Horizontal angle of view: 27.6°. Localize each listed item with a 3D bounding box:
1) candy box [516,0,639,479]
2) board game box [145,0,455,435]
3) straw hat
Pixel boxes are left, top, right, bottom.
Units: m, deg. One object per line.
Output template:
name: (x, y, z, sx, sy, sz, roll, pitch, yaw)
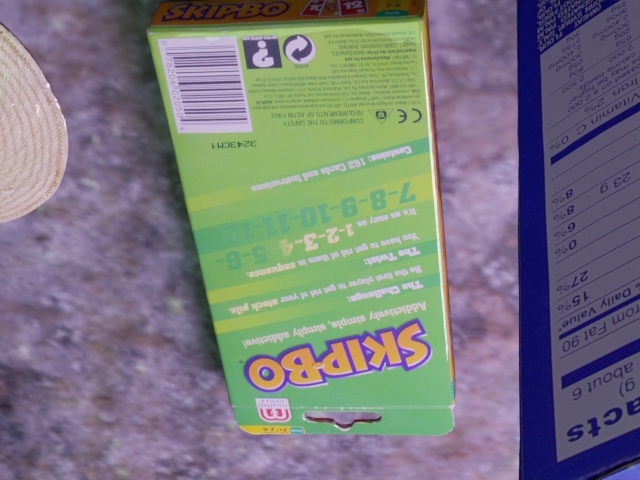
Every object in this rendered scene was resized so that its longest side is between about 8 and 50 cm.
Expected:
candy box: (0.193, 0.029, 0.463, 0.122, 0.317, 0.268, -33, 118, 29)
board game box: (0.000, 0.000, 0.651, 0.124, 0.039, 0.259, -1, 126, 10)
straw hat: (-0.196, -0.046, 0.627, 0.145, 0.061, 0.144, 5, 130, 5)
